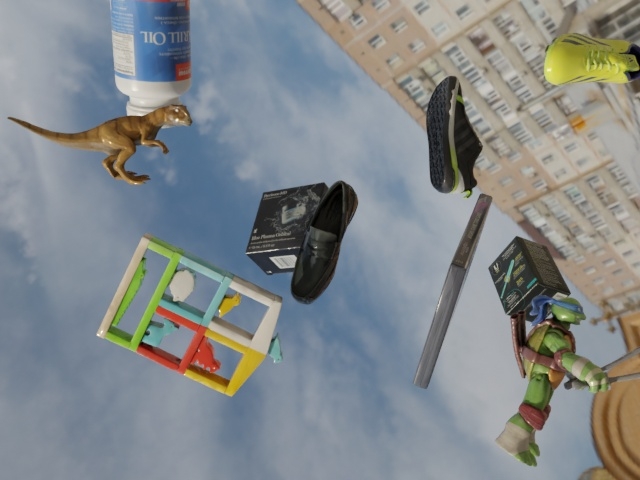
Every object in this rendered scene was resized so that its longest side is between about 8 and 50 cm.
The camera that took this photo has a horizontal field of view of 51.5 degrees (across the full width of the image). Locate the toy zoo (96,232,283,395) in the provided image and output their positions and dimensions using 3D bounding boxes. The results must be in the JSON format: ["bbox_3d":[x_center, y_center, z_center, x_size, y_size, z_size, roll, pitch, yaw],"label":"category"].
[{"bbox_3d":[-0.194,0.135,1.095,0.293,0.192,0.030,27,-167,-8],"label":"toy zoo"}]

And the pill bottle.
[{"bbox_3d":[-0.272,-0.302,1.078,0.124,0.124,0.222,-42,-39,-57],"label":"pill bottle"}]

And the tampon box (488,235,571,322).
[{"bbox_3d":[0.493,0.094,1.580,0.101,0.120,0.161,18,-142,-21],"label":"tampon box"}]

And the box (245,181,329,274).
[{"bbox_3d":[-0.052,-0.022,1.361,0.093,0.155,0.158,50,-137,-45],"label":"box"}]

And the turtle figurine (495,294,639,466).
[{"bbox_3d":[0.419,0.248,1.082,0.274,0.266,0.198,26,-173,-10],"label":"turtle figurine"}]

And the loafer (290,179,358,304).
[{"bbox_3d":[0.000,0.000,1.144,0.223,0.076,0.078,-67,-22,-13],"label":"loafer"}]

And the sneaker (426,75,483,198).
[{"bbox_3d":[0.265,-0.198,1.289,0.097,0.084,0.235,2,-91,-20],"label":"sneaker"}]

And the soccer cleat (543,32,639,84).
[{"bbox_3d":[0.526,-0.338,1.247,0.289,0.121,0.094,-13,-64,-38],"label":"soccer cleat"}]

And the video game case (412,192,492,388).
[{"bbox_3d":[0.199,0.064,0.978,0.026,0.196,0.274,19,-152,14],"label":"video game case"}]

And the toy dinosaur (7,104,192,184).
[{"bbox_3d":[-0.267,-0.127,0.847,0.064,0.211,0.112,-120,19,-65],"label":"toy dinosaur"}]
